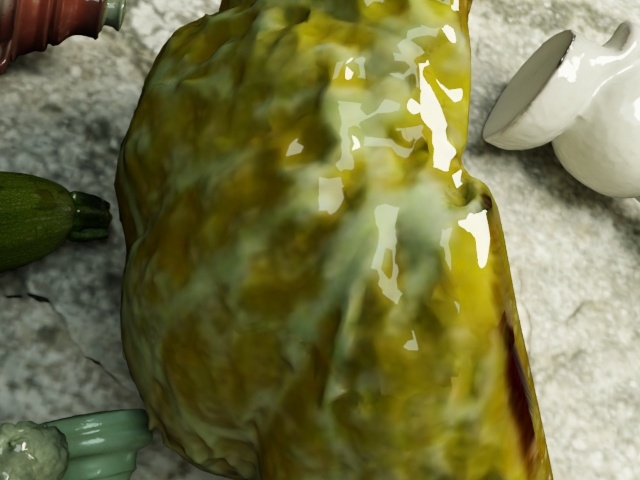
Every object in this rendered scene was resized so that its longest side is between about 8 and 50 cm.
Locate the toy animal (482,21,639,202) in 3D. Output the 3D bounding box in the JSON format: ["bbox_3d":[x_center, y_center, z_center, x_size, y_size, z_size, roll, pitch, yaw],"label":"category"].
[{"bbox_3d":[0.242,-0.065,0.723,0.221,0.104,0.131,33,59,-3],"label":"toy animal"}]

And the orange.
[{"bbox_3d":[0.000,0.000,0.518,0.210,0.271,0.368,-4,69,-3],"label":"orange"}]

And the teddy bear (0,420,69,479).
[{"bbox_3d":[-0.228,0.125,0.461,0.213,0.111,0.133,5,100,-30],"label":"teddy bear"}]

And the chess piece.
[{"bbox_3d":[-0.117,0.144,0.525,0.067,0.067,0.103,-6,78,-22],"label":"chess piece"}]

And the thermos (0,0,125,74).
[{"bbox_3d":[-0.233,-0.159,0.597,0.232,0.099,0.124,12,59,-14],"label":"thermos"}]

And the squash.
[{"bbox_3d":[-0.236,-0.004,0.544,0.252,0.066,0.066,-8,70,-22],"label":"squash"}]
